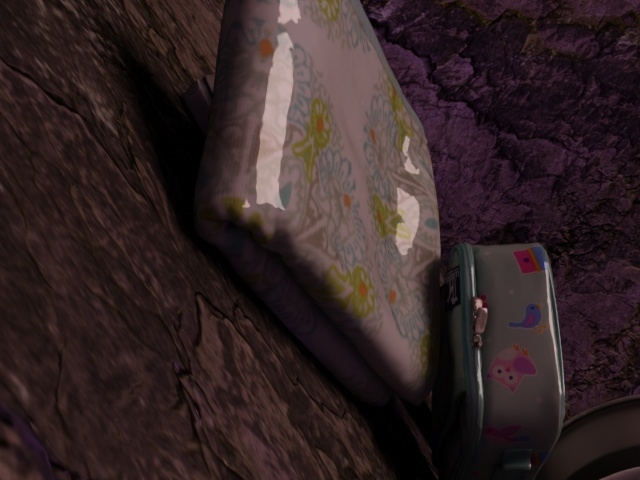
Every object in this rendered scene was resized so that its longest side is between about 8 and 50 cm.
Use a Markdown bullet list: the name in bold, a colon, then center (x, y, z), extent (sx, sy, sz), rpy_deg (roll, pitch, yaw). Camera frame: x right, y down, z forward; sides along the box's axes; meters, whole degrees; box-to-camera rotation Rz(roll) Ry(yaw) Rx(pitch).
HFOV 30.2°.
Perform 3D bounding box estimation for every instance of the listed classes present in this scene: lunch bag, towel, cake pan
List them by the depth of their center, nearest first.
- **towel**: center (0.016, -0.060, 1.063), extent (0.374, 0.090, 0.320), rpy_deg (50, 34, -49)
- **lunch bag**: center (0.170, 0.142, 1.190), extent (0.279, 0.108, 0.224), rpy_deg (89, 4, -61)
- **cake pan**: center (0.359, 0.288, 1.261), extent (0.293, 0.293, 0.054), rpy_deg (55, 22, -27)

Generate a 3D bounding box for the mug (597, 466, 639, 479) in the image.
- **mug**: center (0.372, 0.452, 1.116), extent (0.374, 0.276, 0.328), rpy_deg (-103, 166, -49)

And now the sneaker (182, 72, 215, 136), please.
- **sneaker**: center (-0.032, -0.062, 1.179), extent (0.258, 0.091, 0.094), rpy_deg (57, 7, -13)

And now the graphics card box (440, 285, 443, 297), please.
- **graphics card box**: center (0.236, 0.230, 1.474), extent (0.233, 0.094, 0.370), rpy_deg (-25, 96, -84)
